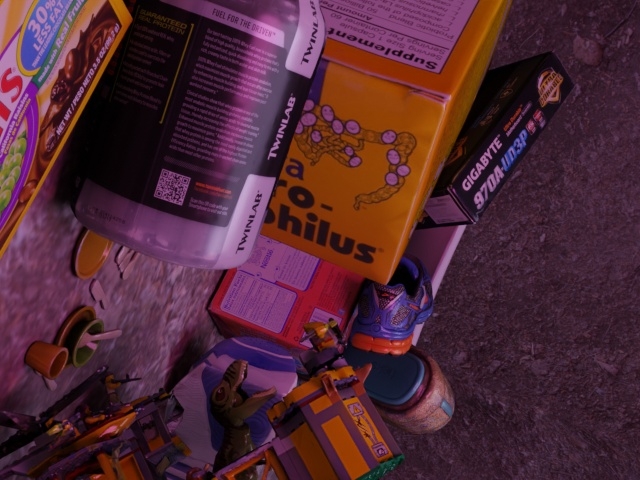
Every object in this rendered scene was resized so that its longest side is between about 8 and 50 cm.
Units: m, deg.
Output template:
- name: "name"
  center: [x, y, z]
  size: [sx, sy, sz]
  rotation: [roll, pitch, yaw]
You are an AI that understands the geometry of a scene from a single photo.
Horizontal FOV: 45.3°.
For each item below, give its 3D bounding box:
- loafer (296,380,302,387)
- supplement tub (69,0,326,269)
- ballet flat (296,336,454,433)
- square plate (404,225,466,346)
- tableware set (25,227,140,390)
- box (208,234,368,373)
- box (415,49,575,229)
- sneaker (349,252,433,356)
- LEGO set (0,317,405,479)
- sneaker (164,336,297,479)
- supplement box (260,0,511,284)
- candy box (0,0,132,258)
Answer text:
- name: "loafer"
  center: [-0.046, 0.218, 1.398]
  size: [0.223, 0.076, 0.078]
  rotation: [-59, 175, -27]
- name: "supplement tub"
  center: [-0.068, -0.088, 0.459]
  size: [0.117, 0.117, 0.190]
  rotation: [-26, 138, -76]
- name: "ballet flat"
  center: [0.041, 0.162, 1.025]
  size: [0.123, 0.348, 0.123]
  rotation: [-12, 110, -35]
- name: "square plate"
  center: [0.090, 0.004, 1.139]
  size: [0.344, 0.049, 0.347]
  rotation: [49, -55, 54]
- name: "tableware set"
  center: [-0.152, 0.030, 0.538]
  size: [0.104, 0.024, 0.154]
  rotation: [95, 19, -59]
- name: "box"
  center: [0.000, 0.000, 0.943]
  size: [0.142, 0.154, 0.300]
  rotation: [89, 23, -69]
- name: "box"
  center: [0.146, -0.101, 0.822]
  size: [0.220, 0.051, 0.175]
  rotation: [-50, -157, -25]
- name: "sneaker"
  center: [0.094, 0.055, 0.890]
  size: [0.221, 0.083, 0.087]
  rotation: [-56, 158, -69]
- name: "LEGO set"
  center: [-0.084, 0.146, 0.570]
  size: [0.255, 0.192, 0.331]
  rotation: [-30, 159, -4]
- name: "sneaker"
  center: [-0.103, 0.192, 0.933]
  size: [0.182, 0.127, 0.315]
  rotation: [-64, 177, -46]
- name: "supplement box"
  center: [0.047, -0.171, 0.686]
  size: [0.195, 0.194, 0.356]
  rotation: [101, 14, -46]
- name: "candy box"
  center: [-0.154, -0.047, 0.342]
  size: [0.105, 0.027, 0.206]
  rotation: [71, 41, -72]
